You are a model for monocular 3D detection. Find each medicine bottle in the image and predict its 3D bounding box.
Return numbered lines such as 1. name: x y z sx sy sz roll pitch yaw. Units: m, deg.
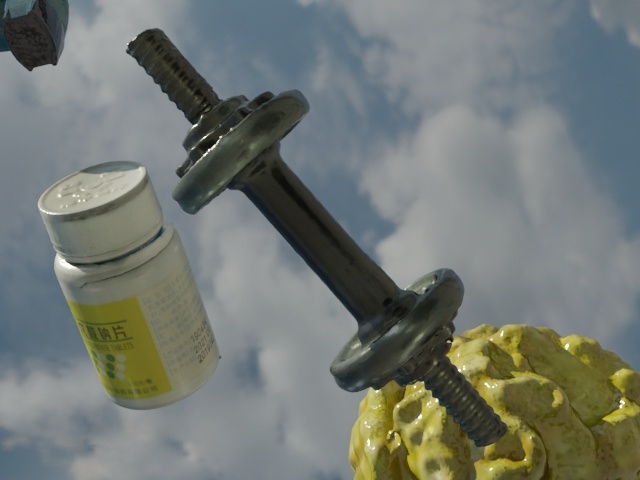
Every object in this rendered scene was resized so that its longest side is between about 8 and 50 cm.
1. medicine bottle: -0.212 0.050 1.136 0.143 0.143 0.258 -42 -52 -43
2. medicine bottle: -0.412 -0.258 1.209 0.124 0.258 0.079 -73 -25 -43

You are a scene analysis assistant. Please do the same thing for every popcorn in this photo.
1. popcorn: 0.125 0.153 0.682 0.218 0.189 0.169 6 -144 -14

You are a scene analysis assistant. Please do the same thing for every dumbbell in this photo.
1. dumbbell: 0.000 0.000 0.482 0.254 0.081 0.081 49 -132 -4
